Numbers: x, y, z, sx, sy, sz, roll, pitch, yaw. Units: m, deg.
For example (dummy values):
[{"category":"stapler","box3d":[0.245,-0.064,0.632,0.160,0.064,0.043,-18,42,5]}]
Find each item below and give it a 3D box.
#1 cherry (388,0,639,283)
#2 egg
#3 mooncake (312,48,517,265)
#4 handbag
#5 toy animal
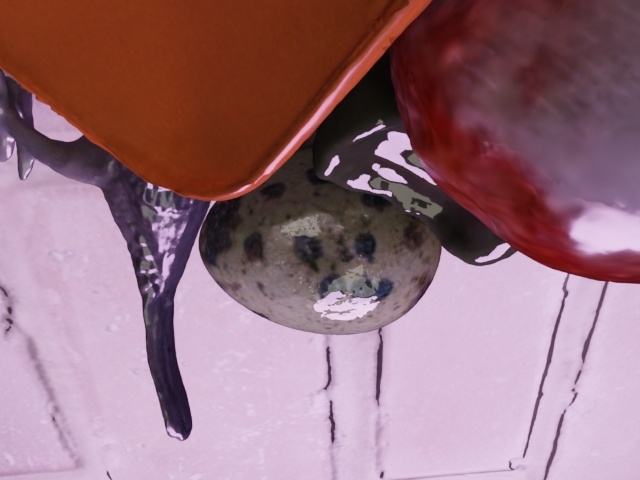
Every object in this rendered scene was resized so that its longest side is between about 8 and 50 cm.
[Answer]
[{"category":"cherry","box3d":[0.199,-0.145,0.563,0.334,0.291,0.326,-19,128,-21]},{"category":"egg","box3d":[0.000,0.000,0.802,0.181,0.141,0.141,1,140,-1]},{"category":"mooncake","box3d":[0.078,-0.062,0.718,0.104,0.175,0.168,-47,167,34]},{"category":"handbag","box3d":[-0.113,-0.233,0.425,0.410,0.116,0.303,38,125,-11]},{"category":"toy animal","box3d":[-0.130,-0.053,0.723,0.205,0.081,0.367,21,109,3]}]
